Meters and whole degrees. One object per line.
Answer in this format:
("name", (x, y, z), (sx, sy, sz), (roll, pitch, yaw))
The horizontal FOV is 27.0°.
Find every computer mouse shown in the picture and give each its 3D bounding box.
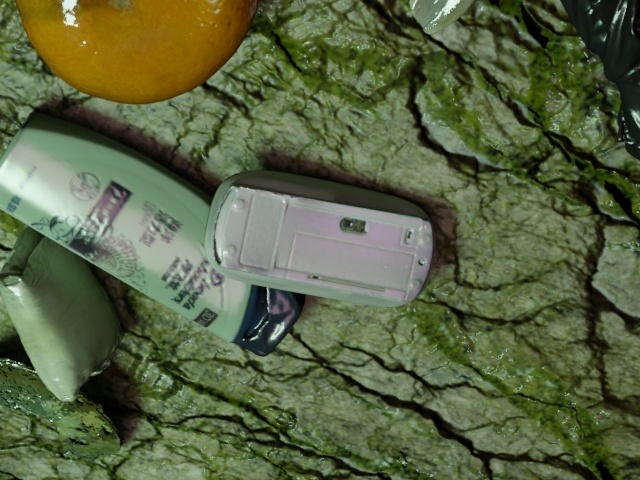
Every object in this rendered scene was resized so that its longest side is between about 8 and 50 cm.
("computer mouse", (0.000, 0.000, 1.412), (0.245, 0.056, 0.126), (10, 99, -8))

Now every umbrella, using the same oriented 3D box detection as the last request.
("umbrella", (0.322, -0.132, 1.269), (0.118, 0.118, 0.340), (-15, 119, 18))

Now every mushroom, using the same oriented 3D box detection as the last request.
("mushroom", (0.153, -0.272, 1.243), (0.059, 0.054, 0.202), (35, 127, -7))

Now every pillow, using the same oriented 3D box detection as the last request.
("pillow", (-0.294, 0.074, 1.490), (0.078, 0.134, 0.181), (-10, 118, 20))

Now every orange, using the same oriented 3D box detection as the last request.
("orange", (-0.171, -0.245, 1.235), (0.240, 0.171, 0.240), (-4, 127, -5))

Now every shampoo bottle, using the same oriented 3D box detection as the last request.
("shampoo bottle", (-0.178, -0.010, 1.446), (0.359, 0.078, 0.134), (31, 112, -11))

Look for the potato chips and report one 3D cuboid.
("potato chips", (-0.331, 0.206, 1.611), (0.220, 0.029, 0.202), (37, 144, -27))
